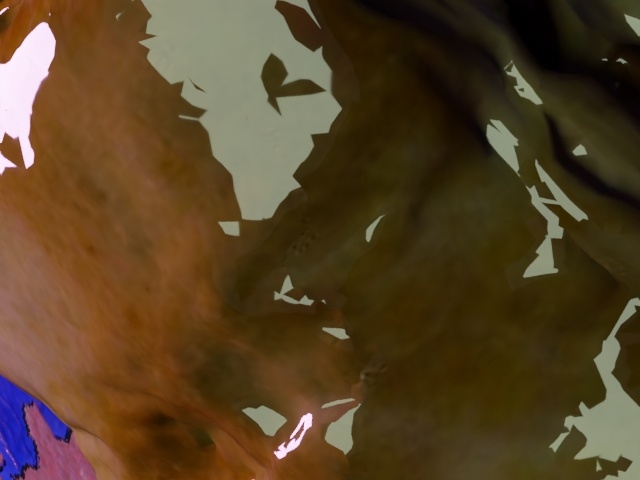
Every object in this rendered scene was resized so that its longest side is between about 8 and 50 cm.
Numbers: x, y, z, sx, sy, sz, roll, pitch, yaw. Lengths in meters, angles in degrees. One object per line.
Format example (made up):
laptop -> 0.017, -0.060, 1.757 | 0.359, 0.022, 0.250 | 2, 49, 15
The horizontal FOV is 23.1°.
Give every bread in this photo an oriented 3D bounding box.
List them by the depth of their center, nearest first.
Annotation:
bread -> 0.000, 0.000, 0.512 | 0.314, 0.191, 0.370 | -33, 89, 48
